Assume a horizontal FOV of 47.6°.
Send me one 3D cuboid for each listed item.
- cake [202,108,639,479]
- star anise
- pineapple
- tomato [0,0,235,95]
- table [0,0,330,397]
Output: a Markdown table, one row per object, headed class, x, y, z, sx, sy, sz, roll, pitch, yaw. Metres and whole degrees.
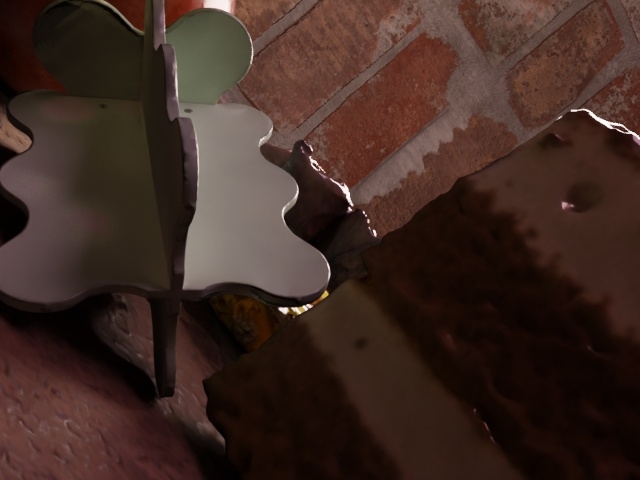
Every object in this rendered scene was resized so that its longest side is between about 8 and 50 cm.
| class | x | y | z | sx | sy | sz | roll | pitch | yaw |
| --- | --- | --- | --- | --- | --- | --- | --- | --- | --- |
| cake | 0.136 | 0.130 | 0.403 | 0.282 | 0.290 | 0.255 | 51 | 1 | 39 |
| star anise | 0.002 | -0.002 | 0.527 | 0.208 | 0.063 | 0.172 | 52 | -10 | 12 |
| pineapple | -0.032 | 0.059 | 0.626 | 0.225 | 0.076 | 0.225 | 49 | 9 | -10 |
| tomato | -0.173 | -0.202 | 0.548 | 0.208 | 0.208 | 0.184 | -122 | -171 | -56 |
| table | -0.092 | -0.031 | 0.409 | 0.166 | 0.167 | 0.198 | 46 | 15 | -41 |
